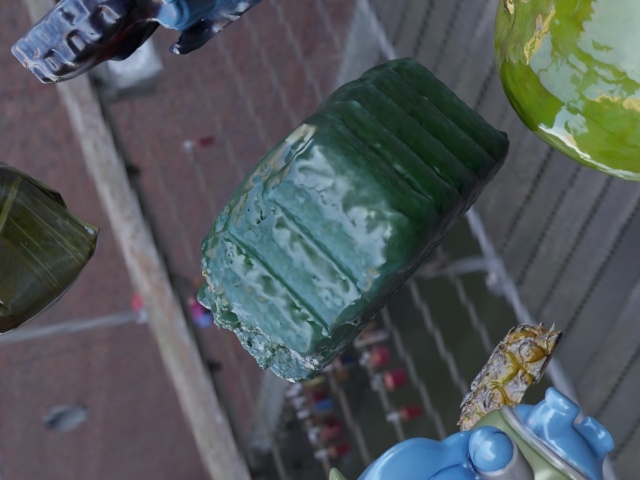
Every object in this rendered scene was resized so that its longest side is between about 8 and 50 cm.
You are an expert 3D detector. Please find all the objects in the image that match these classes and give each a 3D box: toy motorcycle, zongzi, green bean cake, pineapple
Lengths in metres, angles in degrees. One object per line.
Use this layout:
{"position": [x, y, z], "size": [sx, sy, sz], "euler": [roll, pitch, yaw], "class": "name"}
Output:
{"position": [-0.067, -0.261, 1.143], "size": [0.232, 0.416, 0.172], "euler": [-31, 105, 38], "class": "toy motorcycle"}
{"position": [-0.378, -0.040, 1.535], "size": [0.317, 0.154, 0.289], "euler": [43, 163, -8], "class": "zongzi"}
{"position": [0.000, 0.000, 1.461], "size": [0.169, 0.308, 0.300], "euler": [42, 120, 3], "class": "green bean cake"}
{"position": [0.239, 0.193, 2.113], "size": [0.076, 0.225, 0.225], "euler": [32, 150, 6], "class": "pineapple"}

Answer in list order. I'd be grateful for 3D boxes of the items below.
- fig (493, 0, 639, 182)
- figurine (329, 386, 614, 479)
{"position": [0.307, -0.163, 1.324], "size": [0.258, 0.326, 0.258], "euler": [22, -90, -89], "class": "fig"}
{"position": [0.106, 0.196, 1.202], "size": [0.154, 0.262, 0.180], "euler": [51, 169, 15], "class": "figurine"}
